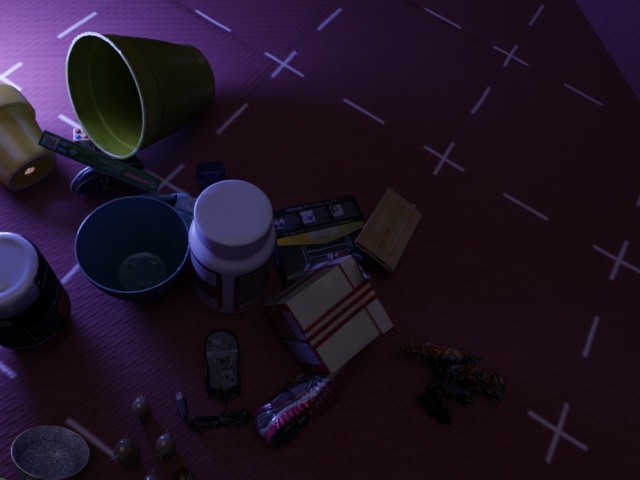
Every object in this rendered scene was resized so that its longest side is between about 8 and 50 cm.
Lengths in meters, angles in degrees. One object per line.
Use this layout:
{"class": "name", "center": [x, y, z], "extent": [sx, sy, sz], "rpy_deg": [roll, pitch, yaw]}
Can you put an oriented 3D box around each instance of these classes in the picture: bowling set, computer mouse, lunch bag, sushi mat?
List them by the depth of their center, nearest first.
{"class": "bowling set", "center": [-0.395, 0.521, 1.279], "extent": [0.199, 0.154, 0.287], "rpy_deg": [12, 60, -3]}
{"class": "computer mouse", "center": [-0.296, 0.375, 1.438], "extent": [0.183, 0.060, 0.262], "rpy_deg": [-8, 74, -19]}
{"class": "sushi mat", "center": [0.224, -0.041, 1.727], "extent": [0.151, 0.019, 0.317], "rpy_deg": [38, 45, -2]}
{"class": "lunch bag", "center": [-0.358, -0.212, 1.750], "extent": [0.098, 0.065, 0.067], "rpy_deg": [-6, 42, -16]}

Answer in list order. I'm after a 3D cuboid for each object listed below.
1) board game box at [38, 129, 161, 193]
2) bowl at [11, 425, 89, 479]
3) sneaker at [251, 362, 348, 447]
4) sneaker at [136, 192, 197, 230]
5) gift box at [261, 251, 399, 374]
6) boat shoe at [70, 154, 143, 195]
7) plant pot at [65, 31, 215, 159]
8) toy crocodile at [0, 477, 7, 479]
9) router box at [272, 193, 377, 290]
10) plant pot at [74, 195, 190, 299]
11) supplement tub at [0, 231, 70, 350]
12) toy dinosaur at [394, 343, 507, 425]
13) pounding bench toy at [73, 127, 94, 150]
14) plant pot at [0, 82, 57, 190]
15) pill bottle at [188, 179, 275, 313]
{"class": "board game box", "center": [-0.624, -0.219, 1.541], "extent": [0.317, 0.213, 0.046], "rpy_deg": [24, 86, -24]}
{"class": "bowl", "center": [-0.639, 0.521, 1.261], "extent": [0.170, 0.170, 0.080], "rpy_deg": [27, 103, 5]}
{"class": "sneaker", "center": [-0.045, 0.407, 1.433], "extent": [0.299, 0.121, 0.112], "rpy_deg": [-30, 47, -30]}
{"class": "sneaker", "center": [-0.384, -0.069, 1.617], "extent": [0.365, 0.150, 0.135], "rpy_deg": [2, 62, -9]}
{"class": "gift box", "center": [0.039, 0.197, 1.448], "extent": [0.258, 0.276, 0.255], "rpy_deg": [-35, 101, -25]}
{"class": "boat shoe", "center": [-0.662, -0.202, 1.681], "extent": [0.068, 0.081, 0.227], "rpy_deg": [42, 60, 18]}
{"class": "plant pot", "center": [-0.535, -0.481, 1.712], "extent": [0.366, 0.367, 0.353], "rpy_deg": [43, 42, 14]}
{"class": "toy crocodile", "center": [-0.668, 0.615, 1.213], "extent": [0.340, 0.105, 0.115], "rpy_deg": [25, 101, 3]}
{"class": "router box", "center": [0.000, 0.000, 1.687], "extent": [0.308, 0.081, 0.243], "rpy_deg": [-12, 64, -17]}
{"class": "plant pot", "center": [-0.504, 0.051, 1.500], "extent": [0.290, 0.195, 0.290], "rpy_deg": [4, 60, -7]}
{"class": "supplement tub", "center": [-0.744, 0.142, 1.323], "extent": [0.207, 0.338, 0.207], "rpy_deg": [4, 60, -7]}
{"class": "toy dinosaur", "center": [0.364, 0.384, 1.528], "extent": [0.321, 0.164, 0.218], "rpy_deg": [11, 43, 17]}
{"class": "pounding bench toy", "center": [-0.748, -0.329, 1.746], "extent": [0.083, 0.065, 0.052], "rpy_deg": [-6, 62, -14]}
{"class": "plant pot", "center": [-0.930, -0.289, 1.601], "extent": [0.254, 0.254, 0.239], "rpy_deg": [-41, 90, -27]}
{"class": "pill bottle", "center": [-0.236, 0.025, 1.449], "extent": [0.223, 0.392, 0.224], "rpy_deg": [5, 60, -8]}
